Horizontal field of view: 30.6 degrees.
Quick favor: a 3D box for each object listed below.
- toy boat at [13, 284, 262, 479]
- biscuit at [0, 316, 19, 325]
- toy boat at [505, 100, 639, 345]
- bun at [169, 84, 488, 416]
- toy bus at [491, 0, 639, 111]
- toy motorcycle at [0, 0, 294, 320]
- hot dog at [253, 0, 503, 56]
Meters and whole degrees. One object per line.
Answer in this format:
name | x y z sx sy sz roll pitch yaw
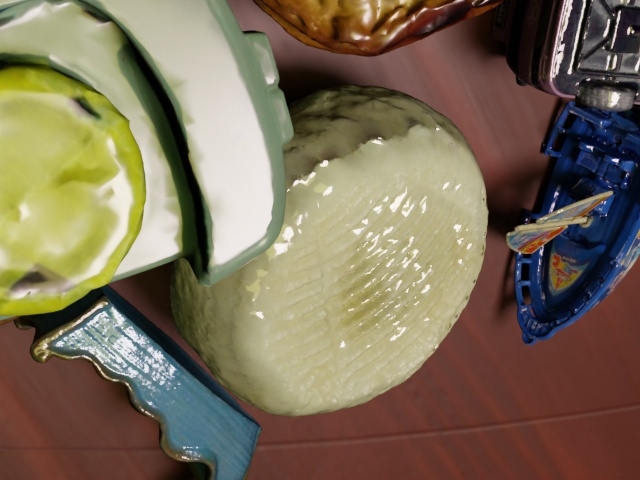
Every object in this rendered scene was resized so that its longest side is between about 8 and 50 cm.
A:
toy boat | -0.105 0.099 0.691 0.077 0.075 0.185 -46 123 -4
biscuit | -0.242 -0.060 0.579 0.208 0.041 0.290 -47 126 -17
toy boat | 0.154 -0.010 0.745 0.110 0.091 0.175 0 116 -41
bun | 0.000 0.000 0.668 0.195 0.118 0.195 -18 124 -29
toy bus | 0.208 -0.131 0.710 0.199 0.108 0.096 1 109 -23
toy motorcycle | -0.119 -0.142 0.493 0.200 0.191 0.326 -18 107 -16
hot dog | 0.009 -0.230 0.594 0.175 0.114 0.259 -24 107 -6
